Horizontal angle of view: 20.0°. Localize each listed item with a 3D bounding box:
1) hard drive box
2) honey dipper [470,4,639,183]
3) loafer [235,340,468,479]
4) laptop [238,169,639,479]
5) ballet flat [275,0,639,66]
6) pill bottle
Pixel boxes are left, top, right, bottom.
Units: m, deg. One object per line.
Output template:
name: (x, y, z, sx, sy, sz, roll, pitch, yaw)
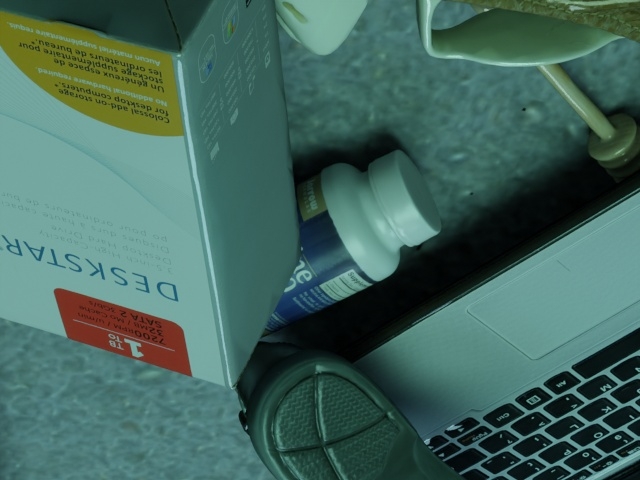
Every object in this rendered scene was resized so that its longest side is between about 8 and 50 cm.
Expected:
hard drive box: (-0.112, -0.054, 0.810, 0.181, 0.089, 0.232, 15, 145, 16)
honey dipper: (0.125, -0.080, 0.938, 0.030, 0.030, 0.160, -34, 126, 22)
loafer: (0.040, 0.155, 1.014, 0.096, 0.084, 0.267, -39, 116, -10)
laptop: (0.240, 0.171, 1.045, 0.382, 0.236, 0.408, -33, 139, 20)
ballet flat: (0.053, -0.136, 0.821, 0.342, 0.116, 0.124, 5, 137, -21)
pill bottle: (0.000, 0.000, 0.964, 0.120, 0.067, 0.067, -27, 132, 16)
